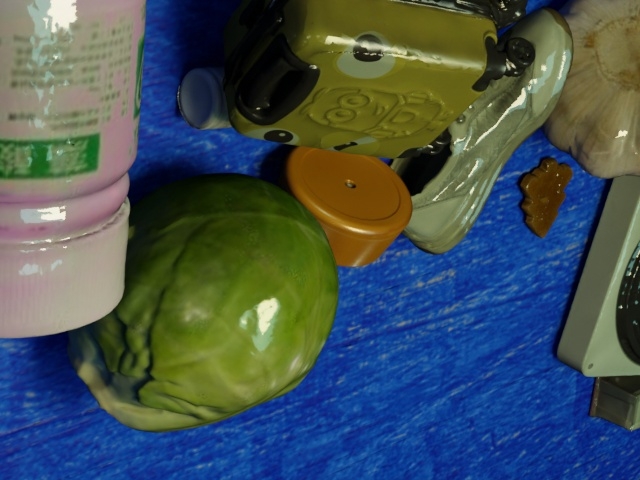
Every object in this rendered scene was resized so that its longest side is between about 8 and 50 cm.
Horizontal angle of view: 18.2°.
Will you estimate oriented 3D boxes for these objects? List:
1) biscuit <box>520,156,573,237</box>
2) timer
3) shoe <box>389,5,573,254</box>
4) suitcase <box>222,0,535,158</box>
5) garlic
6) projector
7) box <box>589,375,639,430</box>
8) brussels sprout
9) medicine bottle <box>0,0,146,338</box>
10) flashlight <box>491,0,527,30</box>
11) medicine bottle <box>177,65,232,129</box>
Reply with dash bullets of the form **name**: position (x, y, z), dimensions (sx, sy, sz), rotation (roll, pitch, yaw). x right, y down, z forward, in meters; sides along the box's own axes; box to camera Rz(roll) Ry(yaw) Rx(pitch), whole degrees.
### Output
- **biscuit**: position (0.244, -0.047, 2.173), dimensions (0.082, 0.016, 0.092), rotation (-21, 125, -41)
- **timer**: position (0.000, 0.000, 1.913), dimensions (0.132, 0.132, 0.152), rotation (-10, 140, -40)
- **shoe**: position (0.149, -0.117, 1.977), dimensions (0.098, 0.103, 0.275), rotation (25, 99, -43)
- **suitcase**: position (0.038, -0.173, 1.728), dimensions (0.235, 0.194, 0.143), rotation (7, 62, -25)
- **garlic**: position (0.318, -0.146, 2.088), dimensions (0.218, 0.218, 0.212), rotation (-47, 166, -15)
- **projector**: position (0.410, 0.035, 2.324), dimensions (0.257, 0.079, 0.259), rotation (2, 111, -45)
- **box**: position (0.374, 0.188, 2.382), dimensions (0.085, 0.063, 0.060), rotation (-12, 119, -38)
- **brussels sprout**: position (-0.102, 0.053, 1.757), dimensions (0.244, 0.244, 0.244), rotation (-21, 124, -35)
- **medicine bottle**: position (-0.245, -0.110, 1.540), dimensions (0.212, 0.212, 0.325), rotation (-13, 120, -39)
- **flashlight**: position (0.103, -0.192, 1.921), dimensions (0.232, 0.093, 0.093), rotation (-40, 133, -26)
- **medicine bottle**: position (-0.077, -0.130, 1.798), dimensions (0.089, 0.057, 0.057), rotation (-9, 116, -41)
